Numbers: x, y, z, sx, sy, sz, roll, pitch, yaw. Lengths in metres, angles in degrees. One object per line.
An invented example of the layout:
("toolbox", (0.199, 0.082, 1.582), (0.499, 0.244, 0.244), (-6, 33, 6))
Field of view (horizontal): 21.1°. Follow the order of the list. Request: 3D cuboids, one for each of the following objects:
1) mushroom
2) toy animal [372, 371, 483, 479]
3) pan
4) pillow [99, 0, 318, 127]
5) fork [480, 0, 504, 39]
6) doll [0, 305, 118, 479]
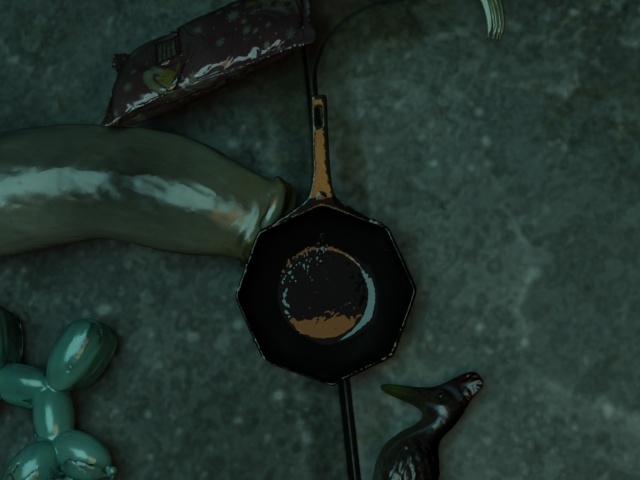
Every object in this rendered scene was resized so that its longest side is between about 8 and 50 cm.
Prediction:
("mushroom", (-0.193, -0.039, 1.358), (0.351, 0.097, 0.109), (2, 75, 13))
("toy animal", (0.060, 0.183, 1.272), (0.105, 0.070, 0.202), (30, 86, 5))
("pan", (0.016, 0.005, 1.302), (0.128, 0.048, 0.202), (21, 88, -5))
("pillow", (-0.087, -0.147, 1.359), (0.185, 0.043, 0.118), (-20, 34, 8))
("fork", (0.079, -0.245, 1.358), (0.219, 0.034, 0.028), (52, 122, 19))
("doll", (-0.221, 0.133, 1.352), (0.159, 0.059, 0.158), (15, 82, 16))
